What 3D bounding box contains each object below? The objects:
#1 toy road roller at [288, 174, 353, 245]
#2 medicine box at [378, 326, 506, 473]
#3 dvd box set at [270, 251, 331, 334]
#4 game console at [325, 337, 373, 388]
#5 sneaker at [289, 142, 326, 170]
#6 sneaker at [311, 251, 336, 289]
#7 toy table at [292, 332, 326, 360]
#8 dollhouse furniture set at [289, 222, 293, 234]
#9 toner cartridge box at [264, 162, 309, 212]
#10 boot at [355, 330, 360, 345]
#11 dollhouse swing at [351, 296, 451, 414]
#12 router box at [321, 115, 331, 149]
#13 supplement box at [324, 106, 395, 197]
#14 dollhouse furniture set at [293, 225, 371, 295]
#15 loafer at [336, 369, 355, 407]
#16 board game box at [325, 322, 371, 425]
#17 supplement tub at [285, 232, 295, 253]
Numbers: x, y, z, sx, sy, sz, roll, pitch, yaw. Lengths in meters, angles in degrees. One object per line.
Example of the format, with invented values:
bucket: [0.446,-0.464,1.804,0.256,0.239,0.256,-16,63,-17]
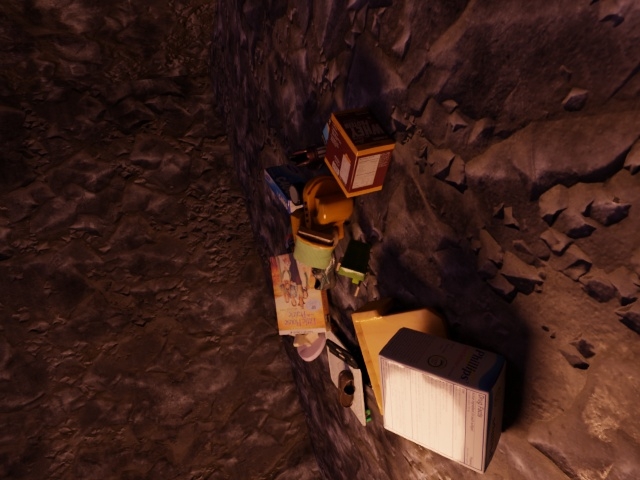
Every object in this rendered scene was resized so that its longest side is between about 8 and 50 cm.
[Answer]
toy road roller: [0.016,-0.096,1.626,0.240,0.202,0.330,32,133,55]
medicine box: [0.317,0.408,1.078,0.289,0.149,0.264,10,118,35]
dvd box set: [-0.110,0.270,2.114,0.307,0.062,0.421,-11,84,33]
game console: [0.147,0.522,1.789,0.361,0.044,0.213,21,138,48]
sneaker: [-0.064,-0.347,1.705,0.281,0.162,0.107,171,84,-70]
sneaker: [0.014,0.126,1.944,0.101,0.106,0.268,-137,38,-58]
toy table: [-0.079,0.503,2.245,0.161,0.252,0.274,56,-163,-34]
dollhouse furniture set: [-0.172,-0.038,2.402,0.152,0.058,0.076,-132,33,-52]
toner cartridge box: [-0.142,-0.264,1.989,0.348,0.165,0.075,-128,30,-47]
boot: [0.174,0.379,1.726,0.106,0.082,0.219,38,141,56]
dollhouse swing: [0.311,0.361,1.366,0.315,0.304,0.347,-8,-100,-67]
router box: [0.064,-0.354,1.522,0.133,0.046,0.179,129,124,-67]
supplement box: [0.117,-0.282,1.303,0.194,0.129,0.191,100,149,-51]
dollhouse furniture set: [0.023,0.089,1.556,0.198,0.301,0.151,101,-173,-48]
loafer: [0.126,0.737,1.981,0.078,0.080,0.220,-139,38,-59]
board game box: [0.138,0.674,2.100,0.390,0.050,0.391,-141,40,-59]
supplement tub: [-0.122,0.058,2.251,0.117,0.116,0.191,114,136,-61]
